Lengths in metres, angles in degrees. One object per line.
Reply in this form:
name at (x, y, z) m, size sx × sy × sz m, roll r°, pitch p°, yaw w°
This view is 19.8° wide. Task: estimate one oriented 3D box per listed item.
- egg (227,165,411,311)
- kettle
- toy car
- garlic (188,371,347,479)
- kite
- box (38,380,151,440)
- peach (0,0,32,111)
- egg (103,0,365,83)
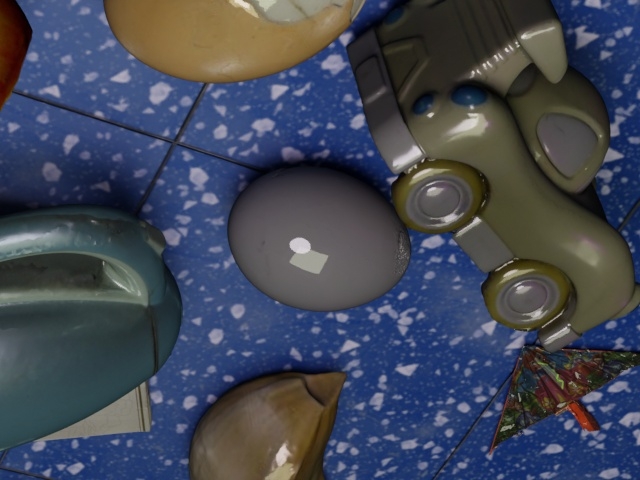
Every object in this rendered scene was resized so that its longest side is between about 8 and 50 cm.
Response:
egg at (0.000, 0.000, 1.860) m, size 0.199 × 0.146 × 0.146 m, roll 17°, pitch 125°, yaw -31°
kettle at (-0.302, 0.071, 1.798) m, size 0.342 × 0.247 × 0.319 m, roll -10°, pitch 153°, yaw -12°
toy car at (0.195, -0.089, 1.764) m, size 0.226 × 0.242 × 0.336 m, roll -35°, pitch 125°, yaw 15°
garlic at (-0.041, 0.299, 2.118) m, size 0.196 × 0.151 × 0.338 m, roll -18°, pitch 133°, yaw -11°
kite at (0.275, 0.177, 2.147) m, size 0.232 × 0.009 × 0.189 m, roll -30°, pitch 129°, yaw 17°
box at (-0.289, 0.175, 2.036) m, size 0.198 × 0.029 × 0.109 m, roll -5°, pitch 131°, yaw -4°
peach at (-0.396, -0.134, 1.638) m, size 0.245 × 0.248 × 0.274 m, roll 41°, pitch 133°, yaw 4°
egg at (-0.080, -0.236, 1.616) m, size 0.244 × 0.201 × 0.201 m, roll -23°, pitch 131°, yaw 25°
